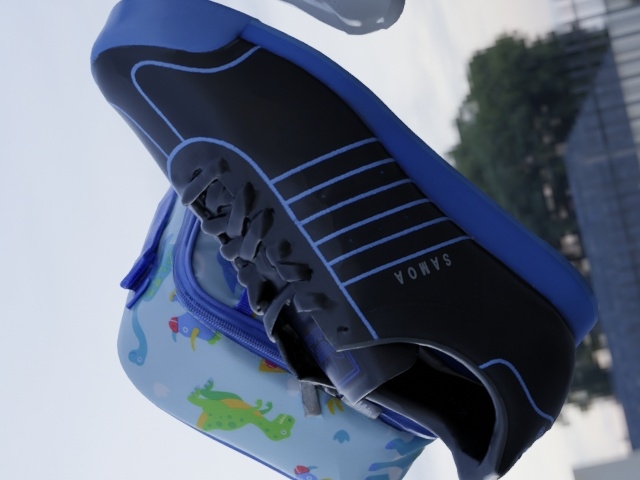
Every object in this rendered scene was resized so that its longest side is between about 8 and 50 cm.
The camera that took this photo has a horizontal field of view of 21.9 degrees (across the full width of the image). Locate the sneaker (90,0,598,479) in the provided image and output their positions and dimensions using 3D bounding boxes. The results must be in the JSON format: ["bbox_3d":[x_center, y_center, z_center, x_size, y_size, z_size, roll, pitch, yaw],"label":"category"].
[{"bbox_3d":[0.000,0.000,0.631,0.090,0.232,0.081,-59,6,-34],"label":"sneaker"}]

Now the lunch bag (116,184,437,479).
[{"bbox_3d":[-0.011,0.026,0.874,0.176,0.090,0.219,30,-150,-11],"label":"lunch bag"}]

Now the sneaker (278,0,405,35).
[{"bbox_3d":[-0.069,-0.148,0.678,0.235,0.095,0.090,38,173,9],"label":"sneaker"}]
